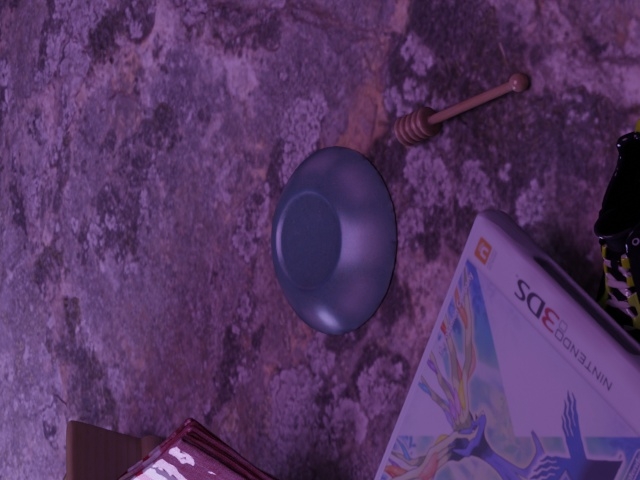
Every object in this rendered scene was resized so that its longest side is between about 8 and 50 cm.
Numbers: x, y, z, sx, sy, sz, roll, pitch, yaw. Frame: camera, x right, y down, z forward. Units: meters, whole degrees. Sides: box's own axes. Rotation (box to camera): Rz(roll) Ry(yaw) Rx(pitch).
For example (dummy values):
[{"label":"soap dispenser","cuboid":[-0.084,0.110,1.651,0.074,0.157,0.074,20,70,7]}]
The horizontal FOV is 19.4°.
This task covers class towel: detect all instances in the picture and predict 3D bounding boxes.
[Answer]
[{"label":"towel","cuboid":[-0.128,0.319,1.939,0.329,0.237,0.037,-40,21,42]}]

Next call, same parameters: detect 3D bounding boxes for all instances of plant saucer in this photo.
[{"label":"plant saucer","cuboid":[0.000,0.000,1.909,0.195,0.037,0.195,-1,89,51]}]

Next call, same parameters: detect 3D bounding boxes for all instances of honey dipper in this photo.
[{"label":"honey dipper","cuboid":[0.133,-0.127,1.759,0.161,0.030,0.030,-23,72,46]}]

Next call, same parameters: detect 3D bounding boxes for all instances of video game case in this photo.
[{"label":"video game case","cuboid":[0.172,0.189,1.617,0.300,0.036,0.329,49,130,44]}]

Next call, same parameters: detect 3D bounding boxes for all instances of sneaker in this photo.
[{"label":"sneaker","cuboid":[0.254,0.006,1.558,0.084,0.097,0.234,22,106,48]}]

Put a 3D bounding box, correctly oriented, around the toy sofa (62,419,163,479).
[{"label":"toy sofa","cuboid":[-0.274,0.394,2.169,0.362,0.177,0.150,-59,24,31]}]
